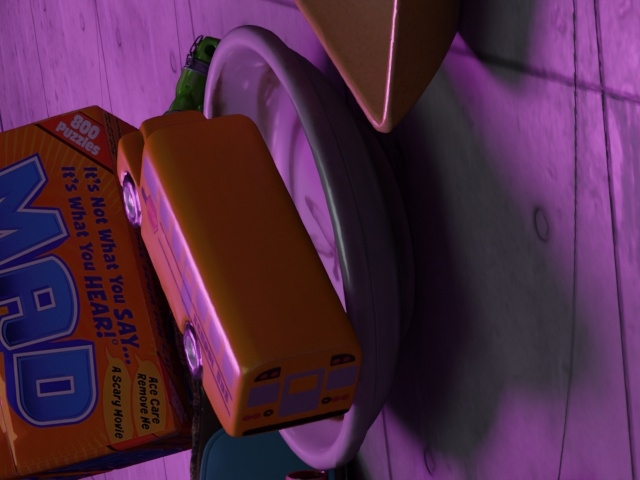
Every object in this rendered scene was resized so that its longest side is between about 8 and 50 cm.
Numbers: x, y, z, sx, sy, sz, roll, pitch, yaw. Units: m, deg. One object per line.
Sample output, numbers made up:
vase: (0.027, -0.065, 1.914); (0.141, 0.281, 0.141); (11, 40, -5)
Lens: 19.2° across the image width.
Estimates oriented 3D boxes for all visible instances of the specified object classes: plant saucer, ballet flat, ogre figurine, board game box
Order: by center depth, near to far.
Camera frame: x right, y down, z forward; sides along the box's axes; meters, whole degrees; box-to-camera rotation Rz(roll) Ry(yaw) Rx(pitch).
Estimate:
plant saucer: (0.033, -0.306, 1.424); (0.333, 0.081, 0.333); (-119, 25, -44)
plant saucer: (0.000, 0.000, 1.692); (0.400, 0.100, 0.401); (168, 90, -72)
ballet flat: (-0.061, 0.182, 1.968); (0.182, 0.164, 0.483); (64, -168, -67)
ogre figurine: (-0.137, -0.119, 2.020); (0.118, 0.097, 0.197); (-61, 7, -34)
board game box: (-0.323, 0.091, 2.143); (0.356, 0.356, 0.356); (30, -135, -78)

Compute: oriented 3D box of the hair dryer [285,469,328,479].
hair dryer: (0.001, 0.315, 1.732); (0.294, 0.080, 0.224); (79, -171, -46)

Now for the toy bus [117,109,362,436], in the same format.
toy bus: (-0.076, 0.010, 1.591); (0.130, 0.108, 0.333); (99, 153, -48)
